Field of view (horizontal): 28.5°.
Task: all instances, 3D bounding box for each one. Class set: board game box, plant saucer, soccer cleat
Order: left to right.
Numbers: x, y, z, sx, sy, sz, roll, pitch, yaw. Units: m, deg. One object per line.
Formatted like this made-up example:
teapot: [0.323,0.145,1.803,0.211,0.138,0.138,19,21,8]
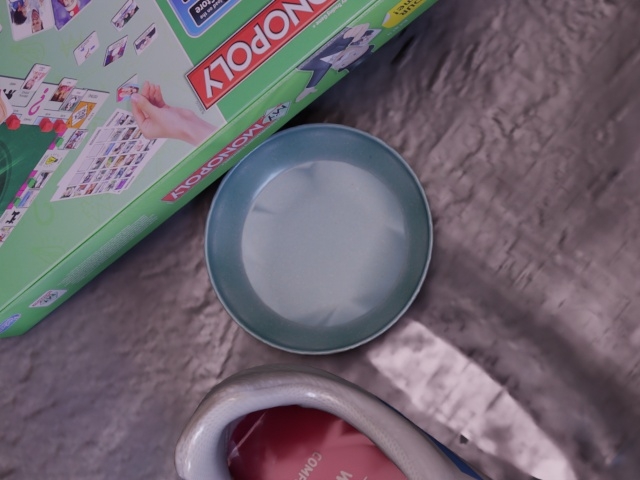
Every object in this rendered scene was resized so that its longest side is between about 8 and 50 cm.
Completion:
board game box: [-0.106,-0.123,0.635,0.317,0.046,0.213,-36,75,21]
plant saucer: [0.000,0.000,0.648,0.119,0.021,0.119,-2,80,13]
soccer cleat: [0.072,0.167,0.541,0.331,0.143,0.116,32,88,15]
